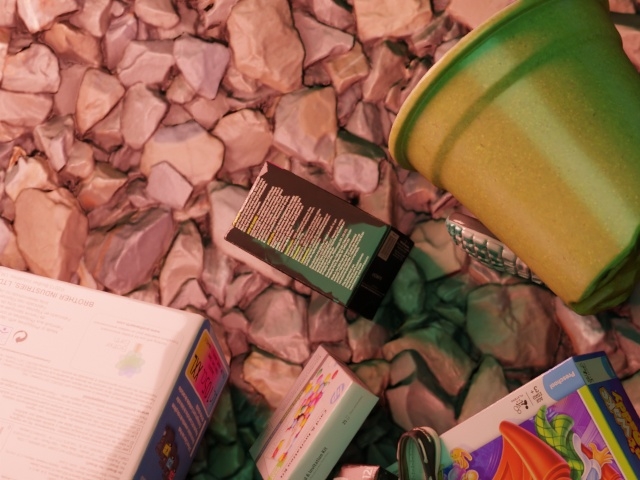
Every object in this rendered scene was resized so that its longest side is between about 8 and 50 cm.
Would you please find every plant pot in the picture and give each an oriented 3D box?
[{"bbox_3d":[0.252,-0.074,1.584,0.276,0.276,0.254,-38,70,6],"label":"plant pot"}]

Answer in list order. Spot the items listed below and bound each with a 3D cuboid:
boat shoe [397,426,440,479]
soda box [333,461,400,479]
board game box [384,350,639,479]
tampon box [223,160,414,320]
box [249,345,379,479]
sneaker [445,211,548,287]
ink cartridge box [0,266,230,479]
[{"bbox_3d":[0.099,0.249,1.572,0.046,0.038,0.125,1,91,37],"label":"boat shoe"},{"bbox_3d":[0.034,0.309,1.567,0.053,0.060,0.169,-2,64,36],"label":"soda box"},{"bbox_3d":[0.188,0.295,1.585,0.347,0.078,0.233,-36,72,29],"label":"board game box"},{"bbox_3d":[0.000,0.000,1.728,0.161,0.120,0.101,29,90,18],"label":"tampon box"},{"bbox_3d":[-0.010,0.196,1.668,0.038,0.186,0.145,34,91,-14],"label":"box"},{"bbox_3d":[0.218,-0.003,1.709,0.166,0.065,0.076,21,70,15],"label":"sneaker"},{"bbox_3d":[-0.298,0.249,1.681,0.270,0.151,0.395,12,60,20],"label":"ink cartridge box"}]
